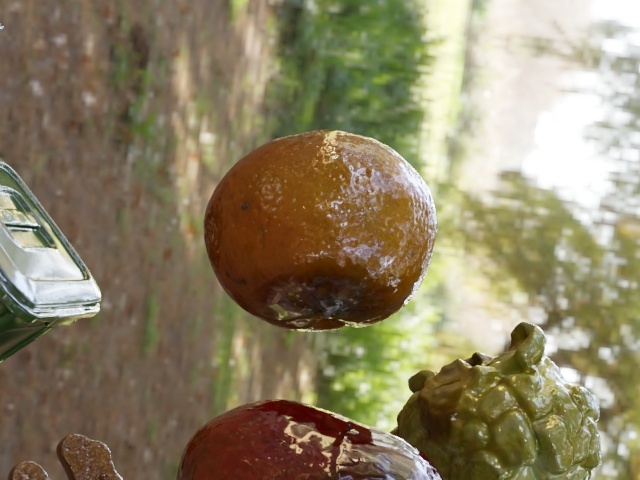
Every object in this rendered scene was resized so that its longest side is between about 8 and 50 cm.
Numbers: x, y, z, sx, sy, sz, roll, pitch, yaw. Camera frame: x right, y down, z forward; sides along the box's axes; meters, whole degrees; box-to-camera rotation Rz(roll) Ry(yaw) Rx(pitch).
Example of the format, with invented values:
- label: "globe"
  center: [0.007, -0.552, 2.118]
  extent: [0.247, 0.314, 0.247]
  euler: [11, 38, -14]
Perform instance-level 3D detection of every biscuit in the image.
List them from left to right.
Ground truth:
- label: "biscuit"
  center: [-0.337, 0.435, 2.080]
  extent: [0.186, 0.295, 0.044]
  euler: [-27, 169, -31]

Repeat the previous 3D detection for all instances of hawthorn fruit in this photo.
- label: "hawthorn fruit"
  center: [0.009, 0.242, 1.155]
  extent: [0.224, 0.261, 0.224]
  euler: [-7, 90, -75]

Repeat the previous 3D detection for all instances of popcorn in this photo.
- label: "popcorn"
  center: [0.177, 0.203, 1.466]
  extent: [0.181, 0.235, 0.217]
  euler: [-12, 92, -50]

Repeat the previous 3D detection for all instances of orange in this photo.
- label: "orange"
  center: [0.000, 0.000, 1.336]
  extent: [0.224, 0.224, 0.170]
  euler: [90, -1, -53]

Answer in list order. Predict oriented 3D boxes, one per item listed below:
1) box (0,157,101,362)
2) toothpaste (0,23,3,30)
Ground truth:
- label: "box"
  center: [-0.405, 0.027, 1.577]
  extent: [0.178, 0.253, 0.329]
  euler: [-39, 174, 5]
- label: "toothpaste"
  center: [-0.469, -0.209, 1.652]
  extent: [0.193, 0.070, 0.044]
  euler: [-47, 173, 2]
